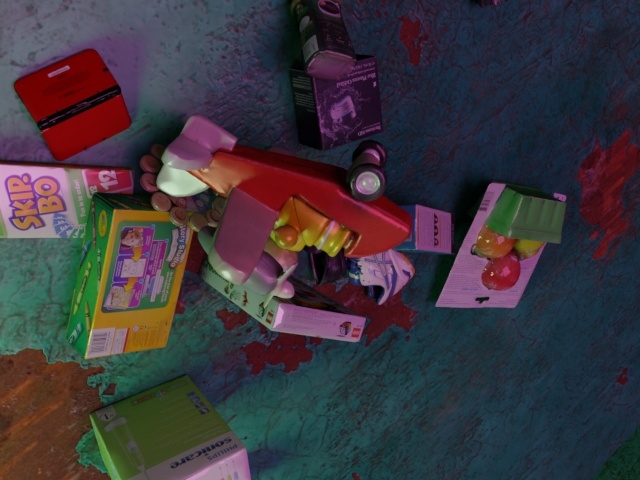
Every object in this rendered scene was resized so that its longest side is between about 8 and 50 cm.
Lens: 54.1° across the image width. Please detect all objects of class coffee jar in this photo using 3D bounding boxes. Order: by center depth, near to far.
[{"bbox_3d":[0.001,-0.391,1.155,0.096,0.079,0.184,4,63,-33],"label":"coffee jar"}]

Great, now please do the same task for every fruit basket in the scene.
[{"bbox_3d":[0.474,0.020,1.653,0.327,0.165,0.353,4,120,-34],"label":"fruit basket"}]

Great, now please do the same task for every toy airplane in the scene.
[{"bbox_3d":[-0.091,-0.054,1.053,0.386,0.384,0.272,-13,126,-39],"label":"toy airplane"}]

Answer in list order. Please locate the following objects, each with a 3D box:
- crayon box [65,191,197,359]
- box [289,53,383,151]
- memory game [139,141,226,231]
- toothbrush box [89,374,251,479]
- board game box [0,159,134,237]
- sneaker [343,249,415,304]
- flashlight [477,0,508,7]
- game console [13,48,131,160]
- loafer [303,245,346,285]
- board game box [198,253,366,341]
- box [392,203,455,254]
[{"bbox_3d":[-0.333,0.061,1.108,0.165,0.081,0.278,0,111,-48],"label":"crayon box"},{"bbox_3d":[0.034,-0.280,1.260,0.156,0.093,0.158,-22,119,-26],"label":"box"},{"bbox_3d":[-0.237,-0.097,1.114,0.186,0.186,0.012,21,138,-37],"label":"memory game"},{"bbox_3d":[-0.283,0.398,1.169,0.206,0.283,0.122,-19,116,-28],"label":"toothbrush box"},{"bbox_3d":[-0.448,-0.067,1.049,0.259,0.039,0.124,0,107,-31],"label":"board game box"},{"bbox_3d":[0.104,0.037,1.408,0.131,0.112,0.296,-49,125,-9],"label":"sneaker"},{"bbox_3d":[0.350,-0.658,1.331,0.103,0.103,0.304,-31,121,-23],"label":"flashlight"},{"bbox_3d":[-0.405,-0.223,1.034,0.144,0.085,0.124,-33,91,-21],"label":"game console"},{"bbox_3d":[0.000,0.000,1.346,0.078,0.076,0.223,-33,126,-30],"label":"loafer"},{"bbox_3d":[-0.081,0.105,1.185,0.193,0.305,0.053,15,96,-37],"label":"board game box"},{"bbox_3d":[0.241,-0.021,1.441,0.244,0.060,0.100,7,83,-59],"label":"box"}]
